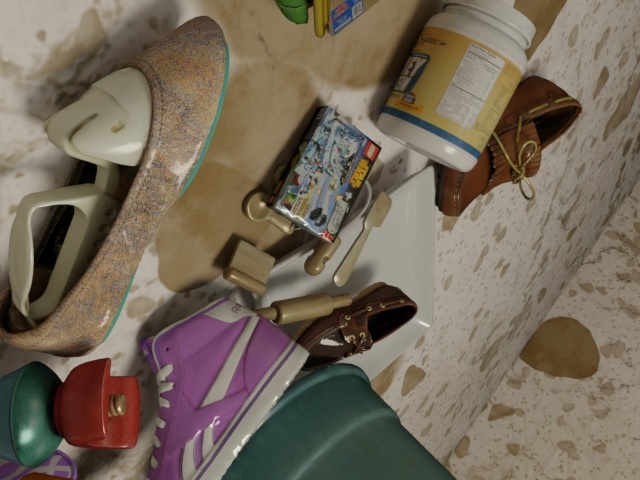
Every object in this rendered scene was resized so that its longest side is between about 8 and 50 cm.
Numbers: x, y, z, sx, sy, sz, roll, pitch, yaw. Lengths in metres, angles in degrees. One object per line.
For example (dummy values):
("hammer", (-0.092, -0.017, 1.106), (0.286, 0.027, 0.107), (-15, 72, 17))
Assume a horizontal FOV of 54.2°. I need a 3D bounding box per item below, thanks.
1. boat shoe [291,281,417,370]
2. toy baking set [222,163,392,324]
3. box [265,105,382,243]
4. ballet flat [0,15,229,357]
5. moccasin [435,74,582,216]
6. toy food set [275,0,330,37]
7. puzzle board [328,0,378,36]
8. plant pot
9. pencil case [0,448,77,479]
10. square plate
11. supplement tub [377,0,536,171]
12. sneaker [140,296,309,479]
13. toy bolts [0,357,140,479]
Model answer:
("boat shoe", (0.048, 0.123, 0.874), (0.207, 0.073, 0.073), (-30, 133, -30))
("toy baking set", (-0.002, 0.007, 0.783), (0.256, 0.030, 0.196), (0, 103, -39))
("box", (0.006, -0.077, 0.744), (0.094, 0.027, 0.137), (33, 79, -31))
("ballet flat", (-0.173, -0.041, 0.496), (0.106, 0.108, 0.315), (13, 104, -51))
("moccasin", (0.334, -0.158, 1.096), (0.380, 0.147, 0.139), (-35, 143, -35))
("toy food set", (-0.024, -0.258, 0.516), (0.218, 0.071, 0.128), (89, 8, -80))
("puzzle board", (0.045, -0.296, 0.679), (0.128, 0.011, 0.096), (-44, 148, -23))
("plant pot", (0.065, 0.392, 0.791), (0.341, 0.334, 0.341), (-33, 141, -31))
("pencil case", (-0.306, 0.299, 0.616), (0.088, 0.087, 0.206), (-64, 175, -74))
("square plate", (0.048, 0.096, 0.952), (0.347, 0.049, 0.343), (-33, 135, -29))
("supplement tub", (0.179, -0.206, 0.824), (0.144, 0.144, 0.199), (13, 105, -59))
("sneaker", (-0.157, 0.193, 0.691), (0.282, 0.161, 0.102), (-54, 180, -14))
("toy bolts", (-0.241, 0.196, 0.474), (0.159, 0.228, 0.218), (-6, 150, -1))
